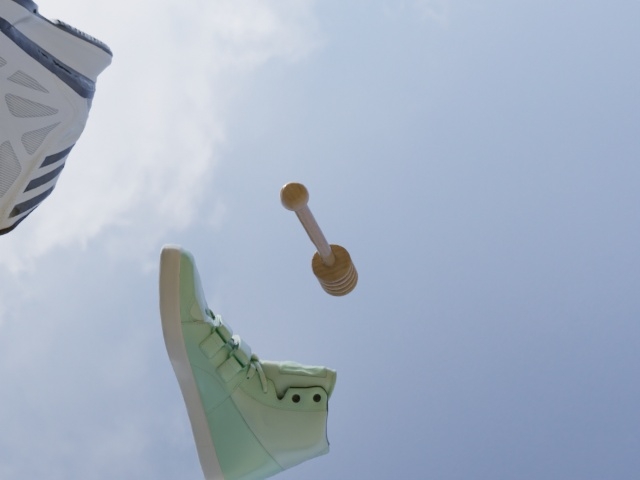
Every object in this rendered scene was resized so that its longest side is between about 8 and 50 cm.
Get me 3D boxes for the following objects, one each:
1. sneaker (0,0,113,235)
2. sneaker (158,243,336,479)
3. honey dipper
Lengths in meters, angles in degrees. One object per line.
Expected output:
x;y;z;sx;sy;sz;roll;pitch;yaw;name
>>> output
-0.367;-0.122;0.815;0.169;0.447;0.257;15;-89;17;sneaker
-0.067;0.110;0.828;0.151;0.094;0.256;-15;-77;-3;sneaker
0.000;0.000;0.565;0.030;0.160;0.030;-4;-112;9;honey dipper
